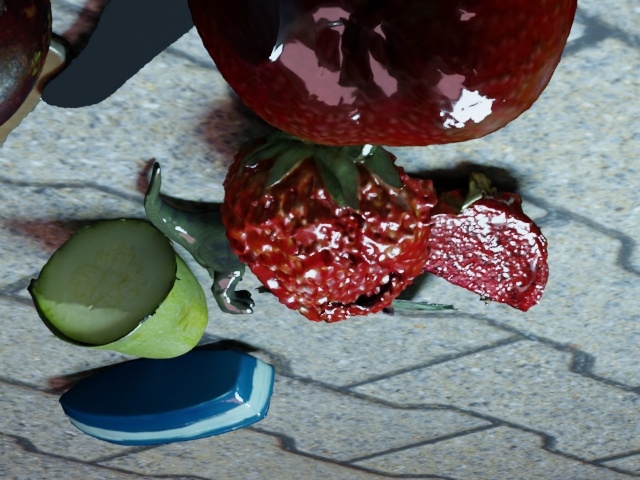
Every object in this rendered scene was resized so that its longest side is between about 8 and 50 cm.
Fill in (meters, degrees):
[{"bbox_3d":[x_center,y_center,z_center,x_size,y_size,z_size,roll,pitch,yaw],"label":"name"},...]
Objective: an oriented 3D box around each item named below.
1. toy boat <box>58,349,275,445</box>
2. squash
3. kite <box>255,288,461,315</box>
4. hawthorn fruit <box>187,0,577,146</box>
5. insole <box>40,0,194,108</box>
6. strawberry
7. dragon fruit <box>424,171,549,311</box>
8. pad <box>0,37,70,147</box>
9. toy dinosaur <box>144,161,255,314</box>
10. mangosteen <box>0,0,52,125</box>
[{"bbox_3d":[-0.188,0.180,2.048,0.299,0.096,0.062,-12,145,33],"label":"toy boat"},{"bbox_3d":[-0.158,0.054,1.731,0.137,0.137,0.287,-7,169,17],"label":"squash"},{"bbox_3d":[0.033,0.059,1.780,0.229,0.012,0.250,3,172,23],"label":"kite"},{"bbox_3d":[0.044,-0.151,1.071,0.230,0.210,0.266,-10,174,8],"label":"hawthorn fruit"},{"bbox_3d":[-0.140,-0.147,1.306,0.080,0.003,0.232,1,158,-32],"label":"insole"},{"bbox_3d":[0.000,0.000,1.479,0.188,0.106,0.286,20,152,23],"label":"strawberry"},{"bbox_3d":[0.143,-0.015,1.579,0.162,0.083,0.106,26,133,-14],"label":"dragon fruit"},{"bbox_3d":[-0.368,-0.123,1.374,0.287,0.018,0.284,11,156,-26],"label":"pad"},{"bbox_3d":[-0.066,-0.028,1.620,0.187,0.087,0.178,-13,123,-9],"label":"toy dinosaur"},{"bbox_3d":[-0.258,-0.146,1.136,0.173,0.172,0.184,-7,138,18],"label":"mangosteen"}]
